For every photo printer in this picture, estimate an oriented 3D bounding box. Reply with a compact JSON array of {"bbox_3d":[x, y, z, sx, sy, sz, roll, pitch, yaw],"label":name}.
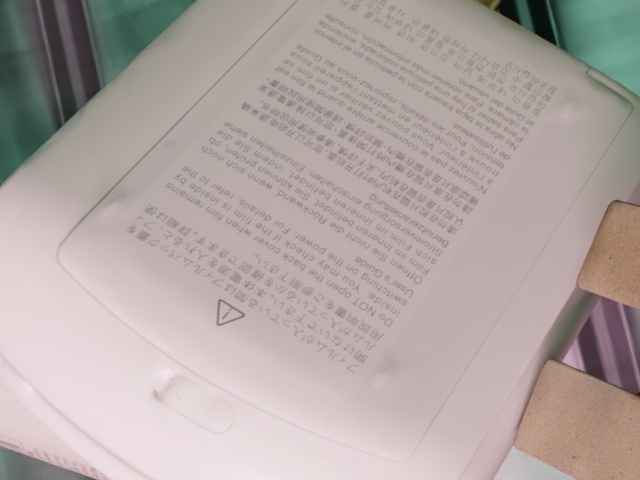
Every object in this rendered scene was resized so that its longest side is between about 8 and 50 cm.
[{"bbox_3d":[0.000,0.000,0.643,0.256,0.107,0.307,31,53,10],"label":"photo printer"}]

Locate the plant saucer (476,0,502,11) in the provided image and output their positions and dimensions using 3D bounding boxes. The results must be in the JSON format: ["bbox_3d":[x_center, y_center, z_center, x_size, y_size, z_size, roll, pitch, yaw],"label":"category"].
[{"bbox_3d":[0.066,-0.154,0.763,0.083,0.013,0.084,0,88,11],"label":"plant saucer"}]

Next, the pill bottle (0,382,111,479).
[{"bbox_3d":[-0.093,0.068,0.727,0.229,0.131,0.131,17,91,11],"label":"pill bottle"}]

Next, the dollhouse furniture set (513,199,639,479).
[{"bbox_3d":[0.257,0.044,0.585,0.262,0.135,0.259,23,89,-30],"label":"dollhouse furniture set"}]
